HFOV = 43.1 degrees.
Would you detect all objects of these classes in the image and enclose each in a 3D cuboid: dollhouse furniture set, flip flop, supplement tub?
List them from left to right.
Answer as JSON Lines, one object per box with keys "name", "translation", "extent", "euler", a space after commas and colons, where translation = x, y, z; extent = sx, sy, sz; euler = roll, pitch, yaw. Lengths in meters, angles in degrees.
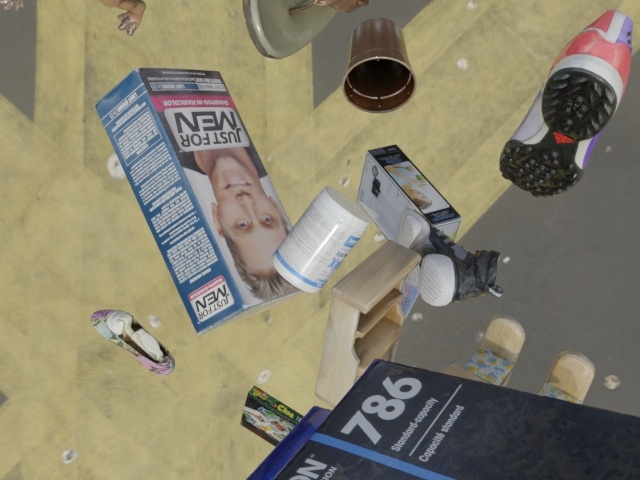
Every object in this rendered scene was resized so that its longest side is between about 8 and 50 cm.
{"name": "supplement tub", "translation": [0.000, 0.000, 0.926], "extent": [0.071, 0.071, 0.107], "euler": [38, 105, 1]}
{"name": "flip flop", "translation": [0.034, -0.285, 0.832], "extent": [0.277, 0.080, 0.112], "euler": [-36, 123, -22]}
{"name": "dollhouse furniture set", "translation": [0.208, 0.216, 1.287], "extent": [0.394, 0.256, 0.362], "euler": [28, 42, 24]}

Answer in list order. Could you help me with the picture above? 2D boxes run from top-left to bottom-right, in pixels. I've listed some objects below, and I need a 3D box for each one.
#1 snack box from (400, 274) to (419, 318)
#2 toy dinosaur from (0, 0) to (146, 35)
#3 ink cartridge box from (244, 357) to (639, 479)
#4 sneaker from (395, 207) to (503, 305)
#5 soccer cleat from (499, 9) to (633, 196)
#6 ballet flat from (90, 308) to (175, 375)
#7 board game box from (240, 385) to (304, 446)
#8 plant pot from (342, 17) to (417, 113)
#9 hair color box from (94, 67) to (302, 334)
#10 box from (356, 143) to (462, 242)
{"name": "snack box", "translation": [0.171, 0.112, 1.709], "extent": [0.064, 0.022, 0.178], "euler": [34, 38, 3]}
{"name": "toy dinosaur", "translation": [-0.286, -0.351, 0.980], "extent": [0.295, 0.200, 0.127], "euler": [13, 80, -16]}
{"name": "ink cartridge box", "translation": [0.075, 0.147, 0.414], "extent": [0.165, 0.332, 0.065], "euler": [-42, 126, -43]}
{"name": "sneaker", "translation": [0.238, 0.031, 1.498], "extent": [0.153, 0.269, 0.101], "euler": [4, 121, -16]}
{"name": "soccer cleat", "translation": [0.314, -0.158, 1.033], "extent": [0.108, 0.318, 0.116], "euler": [28, 70, 10]}
{"name": "ballet flat", "translation": [-0.398, 0.204, 1.738], "extent": [0.221, 0.079, 0.077], "euler": [36, 52, 11]}
{"name": "board game box", "translation": [-0.043, 0.403, 1.651], "extent": [0.259, 0.136, 0.030], "euler": [30, 47, 11]}
{"name": "plant pot", "translation": [0.132, -0.407, 1.845], "extent": [0.167, 0.167, 0.165], "euler": [6, 54, -6]}
{"name": "hair color box", "translation": [-0.154, -0.062, 1.119], "extent": [0.105, 0.174, 0.347], "euler": [-30, 82, 34]}
{"name": "box", "translation": [0.202, -0.073, 1.915], "extent": [0.087, 0.169, 0.290], "euler": [-14, 47, -25]}
